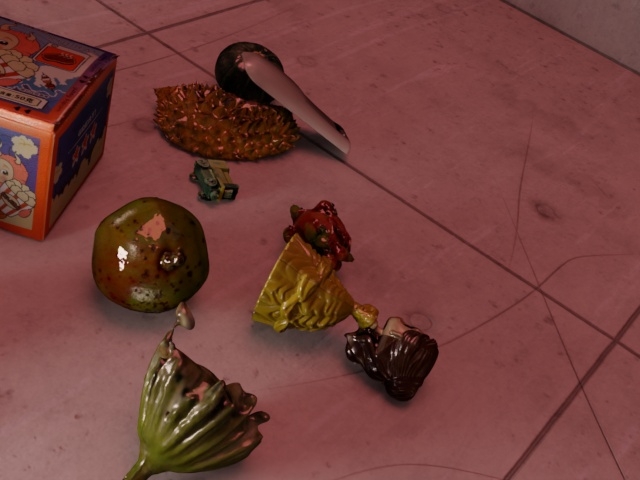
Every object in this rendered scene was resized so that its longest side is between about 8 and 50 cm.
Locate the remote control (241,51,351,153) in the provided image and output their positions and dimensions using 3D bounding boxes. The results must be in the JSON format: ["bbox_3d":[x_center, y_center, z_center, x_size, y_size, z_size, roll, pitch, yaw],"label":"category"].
[{"bbox_3d":[-0.048,-0.314,2.063,0.313,0.055,0.109,36,15,-23],"label":"remote control"}]

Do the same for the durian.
[{"bbox_3d":[-0.197,-0.262,2.004,0.341,0.112,0.191,12,35,-13],"label":"durian"}]

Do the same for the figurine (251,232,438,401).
[{"bbox_3d":[0.057,0.134,1.583,0.315,0.187,0.168,28,47,2],"label":"figurine"}]

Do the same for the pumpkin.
[{"bbox_3d":[-0.163,-0.387,2.164,0.167,0.125,0.167,11,40,-9],"label":"pumpkin"}]

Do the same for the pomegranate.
[{"bbox_3d":[-0.299,0.010,1.551,0.198,0.198,0.246,-17,48,-38],"label":"pomegranate"}]

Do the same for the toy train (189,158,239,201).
[{"bbox_3d":[-0.216,-0.121,1.873,0.081,0.050,0.122,3,38,-32],"label":"toy train"}]

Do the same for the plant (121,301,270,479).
[{"bbox_3d":[-0.247,0.288,1.310,0.333,0.251,0.180,-39,37,-9],"label":"plant"}]

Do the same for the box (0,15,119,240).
[{"bbox_3d":[-0.589,-0.230,1.671,0.349,0.256,0.318,19,36,-1],"label":"box"}]

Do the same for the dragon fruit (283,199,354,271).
[{"bbox_3d":[0.000,0.000,1.734,0.142,0.138,0.175,14,14,-4],"label":"dragon fruit"}]
